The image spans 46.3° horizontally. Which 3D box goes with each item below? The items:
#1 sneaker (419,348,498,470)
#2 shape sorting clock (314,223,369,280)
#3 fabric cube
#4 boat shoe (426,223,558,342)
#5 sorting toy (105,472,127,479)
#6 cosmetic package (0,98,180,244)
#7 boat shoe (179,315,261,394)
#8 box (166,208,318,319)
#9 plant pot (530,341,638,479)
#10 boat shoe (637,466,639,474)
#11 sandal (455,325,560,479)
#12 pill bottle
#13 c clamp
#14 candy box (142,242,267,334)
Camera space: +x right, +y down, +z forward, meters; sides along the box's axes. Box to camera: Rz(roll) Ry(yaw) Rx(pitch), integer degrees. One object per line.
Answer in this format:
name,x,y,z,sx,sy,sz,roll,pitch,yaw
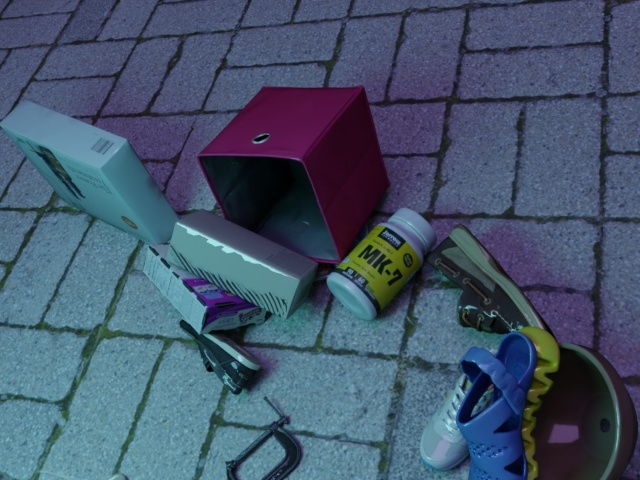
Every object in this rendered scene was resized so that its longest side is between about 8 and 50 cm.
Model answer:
sneaker,0.238,0.274,1.234,0.087,0.092,0.229,30,69,33
shape sorting clock,0.000,0.000,1.569,0.206,0.040,0.206,-10,51,12
fabric cube,-0.043,-0.140,1.512,0.254,0.259,0.258,7,44,32
boat shoe,0.298,0.116,1.330,0.123,0.123,0.342,-39,50,8
sorting toy,-0.426,0.486,1.278,0.193,0.038,0.208,-33,9,-7
cosmetic package,-0.525,-0.153,1.721,0.377,0.284,0.097,22,65,33
boat shoe,-0.212,0.214,1.457,0.233,0.084,0.079,31,94,41
box,-0.152,0.042,1.464,0.275,0.094,0.113,25,23,13
plant pot,0.395,0.277,1.129,0.109,0.237,0.237,10,45,-24
boat shoe,0.515,0.366,1.103,0.100,0.035,0.035,38,100,34
sandal,0.257,0.280,1.129,0.126,0.138,0.317,1,81,62
pill bottle,0.121,0.042,1.440,0.119,0.119,0.208,31,69,36
c clamp,-0.107,0.378,1.331,0.137,0.022,0.160,35,69,31
candy box,-0.232,0.088,1.512,0.159,0.071,0.233,-5,34,-42
